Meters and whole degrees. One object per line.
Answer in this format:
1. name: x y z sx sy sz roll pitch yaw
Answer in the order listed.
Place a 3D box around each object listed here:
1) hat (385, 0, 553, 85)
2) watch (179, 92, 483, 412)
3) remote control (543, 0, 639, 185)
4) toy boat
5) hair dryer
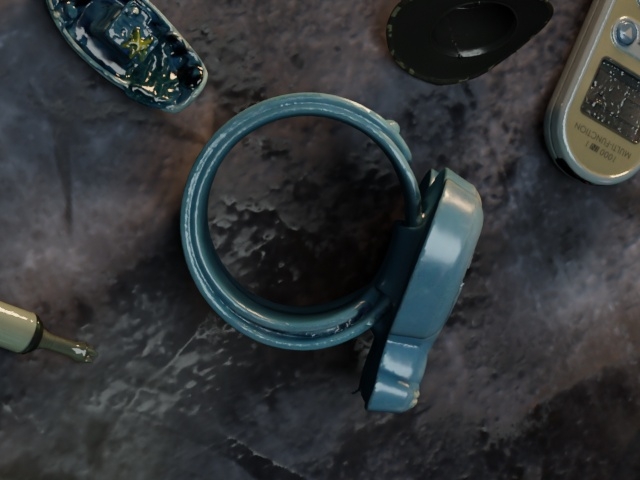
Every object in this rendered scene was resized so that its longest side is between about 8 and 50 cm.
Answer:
1. hat: 0.103 -0.164 1.426 0.121 0.121 0.050 6 51 -23
2. watch: 0.000 0.000 1.339 0.193 0.211 0.211 21 83 -2
3. remote control: 0.237 -0.155 1.492 0.087 0.047 0.244 28 81 -25
4. toy boat: -0.133 -0.139 1.325 0.137 0.061 0.060 43 76 -18
5. hair dryer: -0.233 0.053 1.300 0.198 0.057 0.100 21 85 -28
